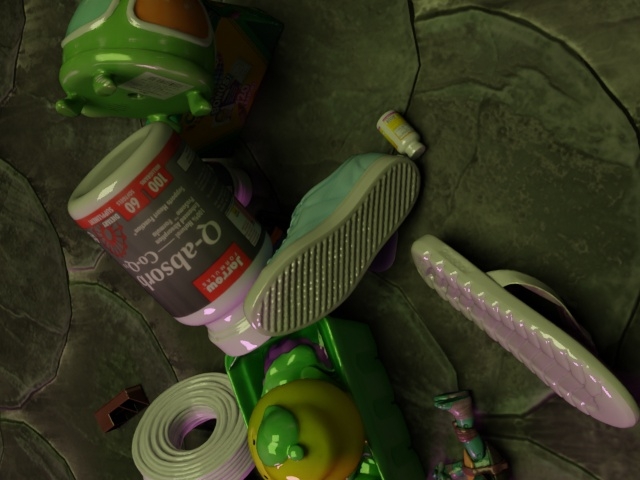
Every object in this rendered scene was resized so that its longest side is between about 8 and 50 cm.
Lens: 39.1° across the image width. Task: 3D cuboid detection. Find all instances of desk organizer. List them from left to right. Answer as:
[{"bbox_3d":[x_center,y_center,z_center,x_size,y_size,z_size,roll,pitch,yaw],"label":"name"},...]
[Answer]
[{"bbox_3d":[-0.427,0.361,1.930,0.130,0.047,0.050,-38,74,34],"label":"desk organizer"}]

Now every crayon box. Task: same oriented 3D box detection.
[{"bbox_3d":[-0.194,-0.283,1.604,0.081,0.165,0.278,39,117,28],"label":"crayon box"}]

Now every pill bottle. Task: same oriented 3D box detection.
[{"bbox_3d":[-0.208,0.004,1.450,0.210,0.210,0.363,-26,116,36],"label":"pill bottle"},{"bbox_3d":[-0.213,-0.090,1.631,0.108,0.180,0.108,5,98,37],"label":"pill bottle"},{"bbox_3d":[0.131,-0.168,1.446,0.083,0.043,0.043,51,122,21],"label":"pill bottle"}]

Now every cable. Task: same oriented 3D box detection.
[{"bbox_3d":[-0.221,0.362,1.659,0.257,0.257,0.089,16,145,38],"label":"cable"}]

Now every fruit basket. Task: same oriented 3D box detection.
[{"bbox_3d":[-0.021,0.309,1.416,0.283,0.392,0.392,-28,78,36],"label":"fruit basket"}]

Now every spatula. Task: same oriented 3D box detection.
[{"bbox_3d":[0.001,-0.012,1.571,0.296,0.030,0.084,15,106,35],"label":"spatula"}]

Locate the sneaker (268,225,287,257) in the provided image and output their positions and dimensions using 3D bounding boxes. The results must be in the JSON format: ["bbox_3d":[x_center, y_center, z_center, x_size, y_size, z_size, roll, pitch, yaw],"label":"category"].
[{"bbox_3d":[-0.097,0.080,1.626,0.087,0.083,0.221,30,127,2],"label":"sneaker"}]

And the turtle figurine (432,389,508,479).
[{"bbox_3d":[0.230,0.354,1.389,0.175,0.118,0.234,147,112,-77],"label":"turtle figurine"}]

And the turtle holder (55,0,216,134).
[{"bbox_3d":[-0.295,-0.300,1.458,0.320,0.243,0.227,143,130,-74],"label":"turtle holder"}]

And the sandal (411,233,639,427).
[{"bbox_3d":[0.302,0.103,1.304,0.102,0.169,0.416,-44,62,-12],"label":"sandal"}]

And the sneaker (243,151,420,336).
[{"bbox_3d":[0.000,0.000,1.433,0.150,0.366,0.135,21,149,53],"label":"sneaker"}]
